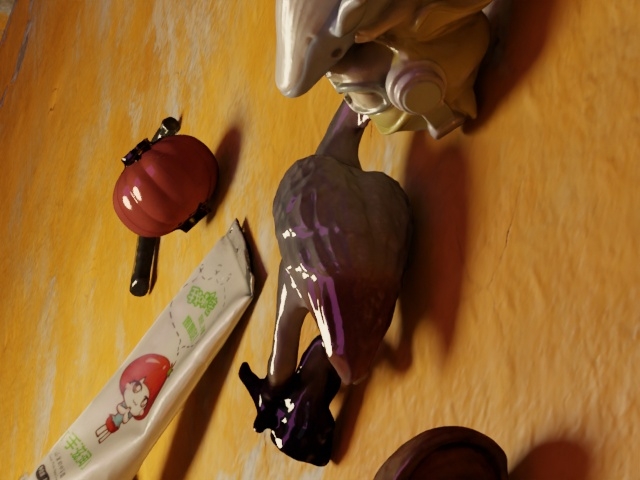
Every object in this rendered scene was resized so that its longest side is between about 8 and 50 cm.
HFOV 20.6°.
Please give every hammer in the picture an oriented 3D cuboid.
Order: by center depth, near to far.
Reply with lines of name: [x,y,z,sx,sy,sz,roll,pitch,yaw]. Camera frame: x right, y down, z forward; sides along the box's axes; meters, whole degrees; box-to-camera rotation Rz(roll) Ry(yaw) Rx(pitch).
hammer: [-0.179,-0.030,1.843,0.078,0.021,0.201,131,150,-53]

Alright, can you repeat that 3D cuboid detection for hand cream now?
hand cream: [-0.156,0.137,1.521,0.336,0.076,0.121,-54,28,12]

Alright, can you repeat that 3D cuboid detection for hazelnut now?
hazelnut: [0.061,0.136,0.919,0.086,0.086,0.086,-165,90,-72]

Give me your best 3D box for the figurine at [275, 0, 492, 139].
figurine: [0.059,-0.153,1.083,0.208,0.184,0.128,-32,38,6]

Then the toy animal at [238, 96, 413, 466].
toy animal: [0.010,-0.014,1.166,0.195,0.090,0.324,177,106,-71]

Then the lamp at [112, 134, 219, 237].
lamp: [-0.144,-0.051,1.644,0.107,0.092,0.107,-42,2,2]
